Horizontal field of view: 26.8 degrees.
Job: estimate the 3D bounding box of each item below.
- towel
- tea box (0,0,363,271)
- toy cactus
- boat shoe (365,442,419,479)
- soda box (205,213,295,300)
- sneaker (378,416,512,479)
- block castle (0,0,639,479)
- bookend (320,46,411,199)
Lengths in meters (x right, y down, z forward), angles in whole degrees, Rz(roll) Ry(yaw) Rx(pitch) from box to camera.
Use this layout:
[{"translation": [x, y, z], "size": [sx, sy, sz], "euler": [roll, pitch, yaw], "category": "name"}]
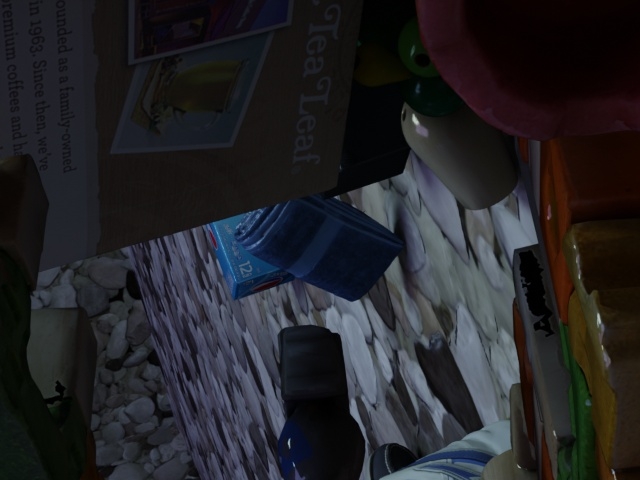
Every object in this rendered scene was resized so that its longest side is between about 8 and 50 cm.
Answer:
[{"translation": [0.000, 0.000, 0.967], "size": [0.119, 0.067, 0.029], "euler": [27, -164, -36], "category": "towel"}, {"translation": [-0.137, -0.213, 0.604], "size": [0.323, 0.220, 0.329], "euler": [54, 151, 37], "category": "tea box"}, {"translation": [0.054, -0.102, 0.705], "size": [0.180, 0.112, 0.219], "euler": [56, 172, -24], "category": "toy cactus"}, {"translation": [0.096, 0.219, 1.060], "size": [0.065, 0.075, 0.206], "euler": [-56, 29, 17], "category": "boat shoe"}, {"translation": [-0.092, -0.050, 1.396], "size": [0.067, 0.071, 0.210], "euler": [109, 140, -71], "category": "soda box"}, {"translation": [0.115, 0.187, 0.725], "size": [0.296, 0.131, 0.112], "euler": [-161, 56, -73], "category": "sneaker"}, {"translation": [-0.014, 0.064, 0.462], "size": [0.213, 0.303, 0.453], "euler": [-95, -4, -49], "category": "block castle"}, {"translation": [0.010, -0.092, 0.906], "size": [0.156, 0.072, 0.157], "euler": [100, 148, -67], "category": "bookend"}]
